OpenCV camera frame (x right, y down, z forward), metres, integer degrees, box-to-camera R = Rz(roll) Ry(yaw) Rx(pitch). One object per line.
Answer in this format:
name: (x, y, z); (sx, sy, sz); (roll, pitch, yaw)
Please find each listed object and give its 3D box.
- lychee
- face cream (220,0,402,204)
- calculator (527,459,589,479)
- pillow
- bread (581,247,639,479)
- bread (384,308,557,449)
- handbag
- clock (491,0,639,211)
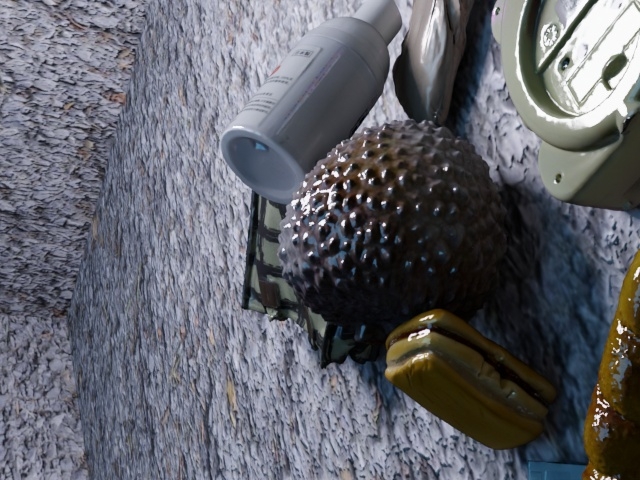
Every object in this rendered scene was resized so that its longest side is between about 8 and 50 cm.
lychee: (0.085, -0.009, 1.138); (0.300, 0.299, 0.300); (-21, 66, 61)
face cream: (0.018, -0.229, 1.297); (0.370, 0.145, 0.145); (-54, 15, -26)
calculator: (0.282, 0.267, 0.980); (0.172, 0.018, 0.057); (-22, 67, 61)
pillow: (0.163, -0.296, 1.272); (0.173, 0.067, 0.270); (-120, 39, -58)
bread: (0.318, 0.109, 0.845); (0.084, 0.124, 0.344); (-100, 17, -80)
bread: (0.166, 0.162, 1.040); (0.116, 0.200, 0.077); (-33, 27, 54)
handbag: (0.000, 0.000, 1.443); (0.325, 0.162, 0.327); (30, 114, 58)
clock: (0.301, -0.218, 0.947); (0.284, 0.114, 0.310); (121, 146, -43)
